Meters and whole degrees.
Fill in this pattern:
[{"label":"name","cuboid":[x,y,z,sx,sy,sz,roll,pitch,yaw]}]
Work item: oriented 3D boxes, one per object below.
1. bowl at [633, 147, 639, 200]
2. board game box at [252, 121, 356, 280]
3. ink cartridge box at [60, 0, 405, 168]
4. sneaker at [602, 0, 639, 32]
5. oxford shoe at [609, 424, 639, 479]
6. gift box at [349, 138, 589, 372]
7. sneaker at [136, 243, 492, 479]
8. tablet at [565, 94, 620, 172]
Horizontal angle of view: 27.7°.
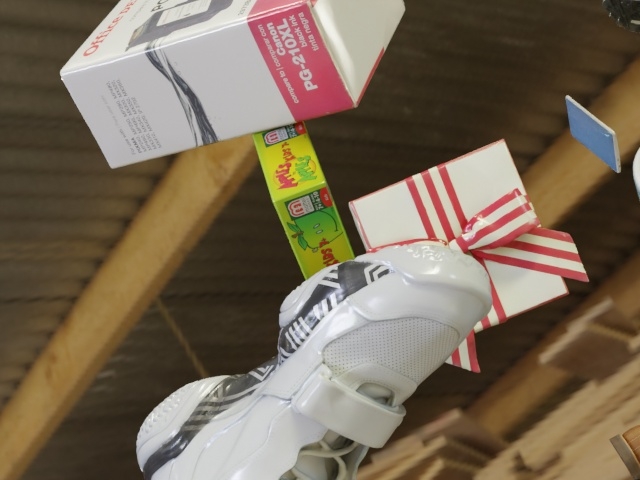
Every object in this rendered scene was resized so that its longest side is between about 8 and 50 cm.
[{"label":"bowl","cuboid":[0.374,0.026,0.913,0.311,0.311,0.163,-10,-64,-17]},{"label":"board game box","cuboid":[0.000,0.000,1.047,0.043,0.092,0.181,-20,-49,2]},{"label":"ink cartridge box","cuboid":[-0.070,-0.165,1.071,0.237,0.172,0.100,-11,-58,27]},{"label":"sneaker","cuboid":[0.319,-0.332,1.238,0.100,0.108,0.271,5,-66,24]},{"label":"oxford shoe","cuboid":[0.435,0.282,1.705,0.076,0.076,0.212,-33,-21,5]},{"label":"gift box","cuboid":[0.199,0.029,1.771,0.255,0.276,0.258,-27,-5,0]},{"label":"sneaker","cuboid":[0.002,0.168,0.989,0.137,0.210,0.366,25,-50,-39]},{"label":"tablet","cuboid":[0.273,-0.107,1.299,0.006,0.083,0.054,-28,-48,-10]}]
